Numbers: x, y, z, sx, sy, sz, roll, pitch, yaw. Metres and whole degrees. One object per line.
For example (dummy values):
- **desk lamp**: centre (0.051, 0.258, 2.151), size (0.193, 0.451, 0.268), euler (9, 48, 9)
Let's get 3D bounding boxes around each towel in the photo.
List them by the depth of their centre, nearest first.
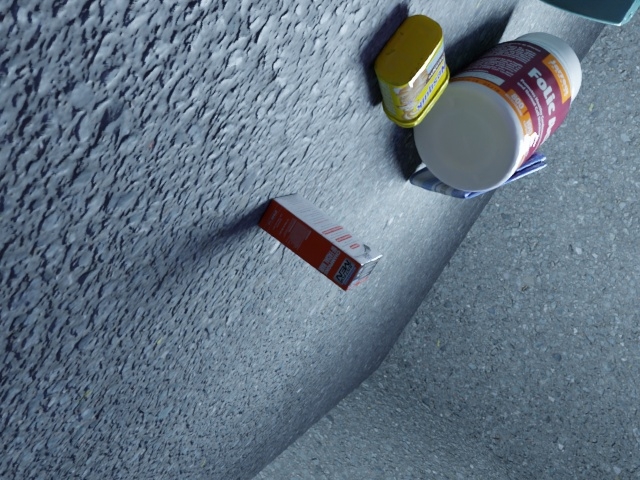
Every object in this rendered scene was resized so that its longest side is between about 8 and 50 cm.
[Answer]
- **towel**: centre (0.332, -0.153, 1.778), size (0.209, 0.034, 0.285), euler (-23, -164, -12)

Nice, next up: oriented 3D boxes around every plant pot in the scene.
- **plant pot**: centre (0.472, -0.490, 1.469), size (0.165, 0.234, 0.165), euler (-32, 154, -56)

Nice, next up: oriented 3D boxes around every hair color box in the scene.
- **hair color box**: centre (0.000, 0.000, 1.227), size (0.053, 0.167, 0.093), euler (-59, 164, 19)

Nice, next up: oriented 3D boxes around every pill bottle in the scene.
- **pill bottle**: centre (0.375, -0.276, 1.670), size (0.392, 0.224, 0.224), euler (-40, 160, -43)

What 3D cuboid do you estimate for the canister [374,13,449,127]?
- **canister**: centre (0.143, -0.262, 1.278), size (0.126, 0.073, 0.170), euler (-54, 164, -4)
